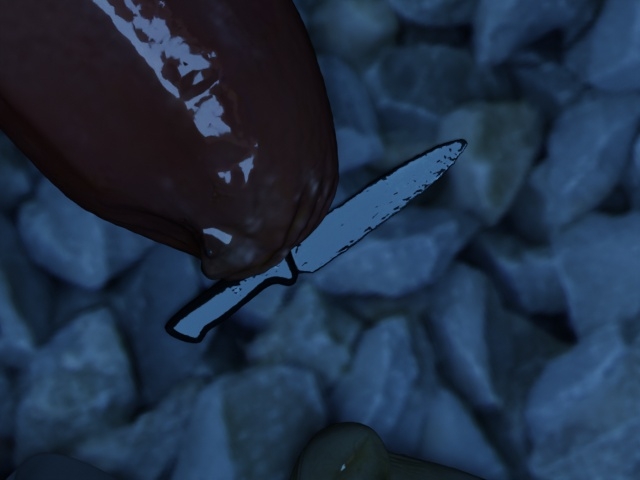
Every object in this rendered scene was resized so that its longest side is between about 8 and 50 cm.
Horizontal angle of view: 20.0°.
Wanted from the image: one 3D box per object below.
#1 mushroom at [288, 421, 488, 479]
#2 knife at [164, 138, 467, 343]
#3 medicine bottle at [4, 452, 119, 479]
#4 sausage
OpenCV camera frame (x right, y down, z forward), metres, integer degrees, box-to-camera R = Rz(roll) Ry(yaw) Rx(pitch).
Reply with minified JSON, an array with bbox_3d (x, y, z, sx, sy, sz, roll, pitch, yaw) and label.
[{"bbox_3d":[0.083,0.162,0.858,0.223,0.081,0.092,38,71,-5],"label":"mushroom"},{"bbox_3d":[0.000,0.000,0.867,0.170,0.010,0.023,-34,98,-3],"label":"knife"},{"bbox_3d":[-0.058,0.259,0.831,0.324,0.124,0.179,41,91,-7],"label":"medicine bottle"},{"bbox_3d":[-0.092,-0.099,0.784,0.148,0.148,0.254,-37,104,-2],"label":"sausage"}]
